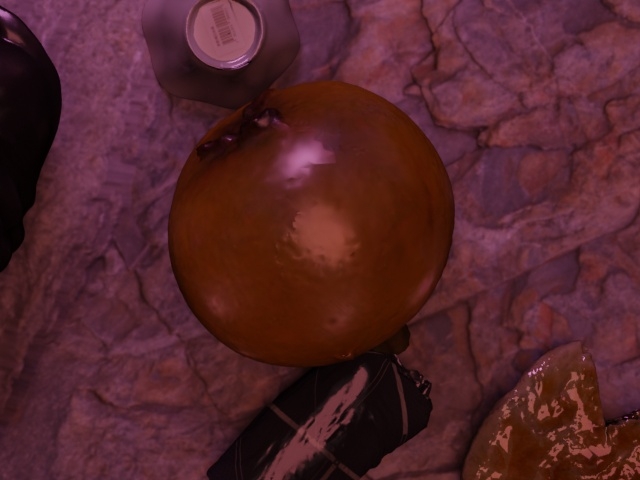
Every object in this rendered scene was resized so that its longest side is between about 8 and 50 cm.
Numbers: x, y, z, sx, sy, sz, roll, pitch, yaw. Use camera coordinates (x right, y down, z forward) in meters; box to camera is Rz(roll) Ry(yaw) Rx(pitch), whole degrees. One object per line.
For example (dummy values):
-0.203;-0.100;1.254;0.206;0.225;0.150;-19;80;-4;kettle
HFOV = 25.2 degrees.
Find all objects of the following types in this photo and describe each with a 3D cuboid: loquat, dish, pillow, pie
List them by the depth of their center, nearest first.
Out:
0.000;0.000;1.596;0.328;0.328;0.359;-35;118;-3;loquat
-0.115;-0.245;1.672;0.191;0.066;0.190;-1;96;-8;dish
-0.012;0.261;1.728;0.335;0.092;0.161;-44;103;0;pillow
0.337;0.294;1.787;0.338;0.075;0.337;-1;97;-8;pie

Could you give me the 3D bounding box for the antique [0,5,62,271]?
-0.421;-0.116;1.583;0.255;0.185;0.322;23;105;-9;antique
